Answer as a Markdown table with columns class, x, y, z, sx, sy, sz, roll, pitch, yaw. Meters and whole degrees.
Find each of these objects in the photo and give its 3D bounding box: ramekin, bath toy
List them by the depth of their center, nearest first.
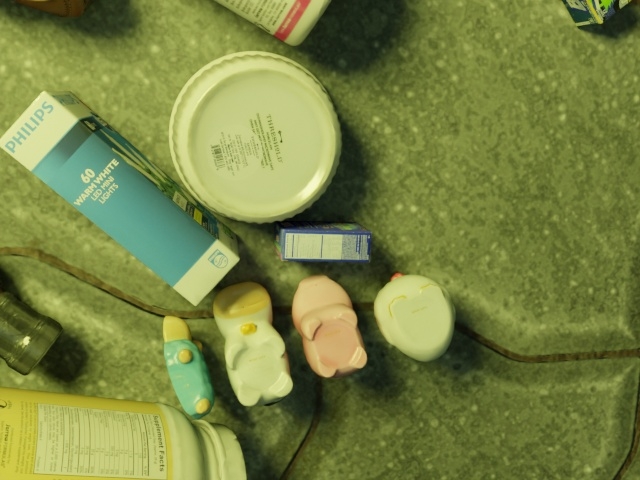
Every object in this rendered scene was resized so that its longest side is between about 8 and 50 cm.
| class | x | y | z | sx | sy | sz | roll | pitch | yaw |
| --- | --- | --- | --- | --- | --- | --- | --- | --- | --- |
| ramekin | -0.071 | -0.115 | 0.772 | 0.207 | 0.109 | 0.207 | -2 | 103 | -10 |
| bath toy | -0.011 | 0.112 | 0.827 | 0.349 | 0.129 | 0.151 | -12 | 85 | -8 |

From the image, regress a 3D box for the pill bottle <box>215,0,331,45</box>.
| class | x | y | z | sx | sy | sz | roll | pitch | yaw |
| --- | --- | --- | --- | --- | --- | --- | --- | --- | --- |
| pill bottle | -0.107 | -0.341 | 0.689 | 0.283 | 0.160 | 0.160 | 28 | 96 | -15 |

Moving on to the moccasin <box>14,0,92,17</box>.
| class | x | y | z | sx | sy | sz | roll | pitch | yaw |
| --- | --- | --- | --- | --- | --- | --- | --- | --- | --- |
| moccasin | -0.410 | -0.325 | 0.646 | 0.380 | 0.147 | 0.139 | 26 | 97 | -14 |

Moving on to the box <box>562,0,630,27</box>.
| class | x | y | z | sx | sy | sz | roll | pitch | yaw |
| --- | --- | --- | --- | --- | --- | --- | --- | --- | --- |
| box | 0.307 | -0.347 | 0.812 | 0.054 | 0.059 | 0.169 | -37 | 106 | 1 |

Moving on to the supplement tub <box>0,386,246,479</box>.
| class | x | y | z | sx | sy | sz | roll | pitch | yaw |
| --- | --- | --- | --- | --- | --- | --- | --- | --- | --- |
| supplement tub | -0.274 | 0.292 | 0.735 | 0.332 | 0.241 | 0.240 | 15 | 100 | -29 |

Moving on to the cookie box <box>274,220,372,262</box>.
| class | x | y | z | sx | sy | sz | roll | pitch | yaw |
| --- | --- | --- | --- | --- | --- | --- | --- | --- | --- |
| cookie box | 0.000 | 0.000 | 0.819 | 0.107 | 0.092 | 0.040 | 2 | 99 | -10 |

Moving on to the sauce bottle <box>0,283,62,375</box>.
| class | x | y | z | sx | sy | sz | roll | pitch | yaw |
| --- | --- | --- | --- | --- | --- | --- | --- | --- | --- |
| sauce bottle | -0.451 | 0.025 | 0.739 | 0.344 | 0.111 | 0.111 | 39 | 93 | -17 |

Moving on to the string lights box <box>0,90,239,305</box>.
| class | x | y | z | sx | sy | sz | roll | pitch | yaw |
| --- | --- | --- | --- | --- | --- | --- | --- | --- | --- |
| string lights box | -0.214 | -0.050 | 0.748 | 0.260 | 0.133 | 0.076 | 42 | 93 | -16 |
